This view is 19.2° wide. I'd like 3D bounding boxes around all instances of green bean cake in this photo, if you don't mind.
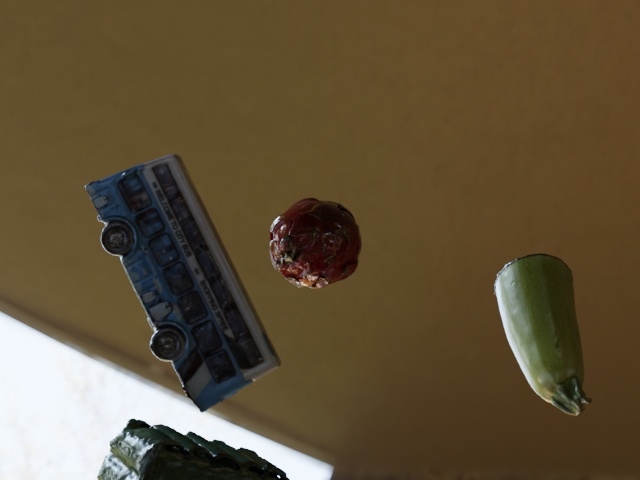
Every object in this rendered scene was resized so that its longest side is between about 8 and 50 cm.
[{"bbox_3d":[-0.155,0.303,1.992,0.193,0.208,0.107,21,2,-38],"label":"green bean cake"}]

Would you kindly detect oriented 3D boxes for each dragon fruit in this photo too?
[{"bbox_3d":[0.000,0.000,1.923,0.094,0.094,0.190,18,5,7],"label":"dragon fruit"}]

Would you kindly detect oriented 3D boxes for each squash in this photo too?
[{"bbox_3d":[0.260,0.116,2.107,0.094,0.224,0.094,-5,-50,-6],"label":"squash"}]

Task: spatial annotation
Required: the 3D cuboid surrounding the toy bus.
[{"bbox_3d":[-0.164,0.047,2.229,0.106,0.131,0.297,-175,-120,-88],"label":"toy bus"}]
